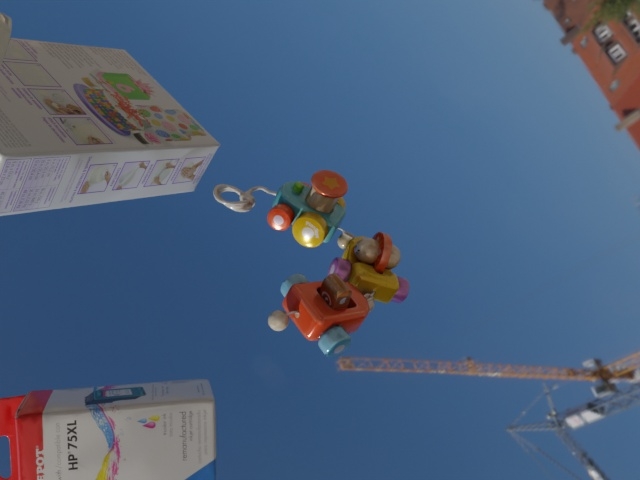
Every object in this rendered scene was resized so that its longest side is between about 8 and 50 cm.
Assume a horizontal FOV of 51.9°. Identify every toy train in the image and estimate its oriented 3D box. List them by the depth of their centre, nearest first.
[{"bbox_3d":[0.000,0.000,0.449,0.125,0.046,0.166,0,-139,-39],"label":"toy train"}]

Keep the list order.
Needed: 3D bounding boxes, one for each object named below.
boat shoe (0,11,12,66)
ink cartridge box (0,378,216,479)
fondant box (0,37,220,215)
[{"bbox_3d":[-0.319,-0.146,0.550,0.081,0.079,0.227,24,-149,-30],"label":"boat shoe"},{"bbox_3d":[-0.223,0.220,0.658,0.231,0.078,0.134,-2,-84,-14],"label":"ink cartridge box"},{"bbox_3d":[-0.328,-0.155,0.843,0.238,0.096,0.330,45,-149,19],"label":"fondant box"}]
